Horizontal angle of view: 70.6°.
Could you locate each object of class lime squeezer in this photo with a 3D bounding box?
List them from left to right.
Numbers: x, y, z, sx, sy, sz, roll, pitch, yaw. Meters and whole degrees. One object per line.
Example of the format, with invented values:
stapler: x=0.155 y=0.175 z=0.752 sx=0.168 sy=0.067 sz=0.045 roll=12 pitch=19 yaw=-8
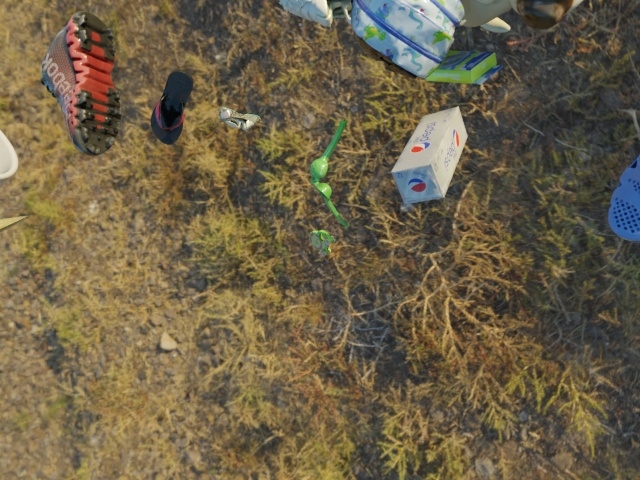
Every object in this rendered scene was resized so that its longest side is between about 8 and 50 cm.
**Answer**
lime squeezer: x=0.022 y=-0.167 z=1.246 sx=0.059 sy=0.110 sz=0.310 roll=23 pitch=127 yaw=42

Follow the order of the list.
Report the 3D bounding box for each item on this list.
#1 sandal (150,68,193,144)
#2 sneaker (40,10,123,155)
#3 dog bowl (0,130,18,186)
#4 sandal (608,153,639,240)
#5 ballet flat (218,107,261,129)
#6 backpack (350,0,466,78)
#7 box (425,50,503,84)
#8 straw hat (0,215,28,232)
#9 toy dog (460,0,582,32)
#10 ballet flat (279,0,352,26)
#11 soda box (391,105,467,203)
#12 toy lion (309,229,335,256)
sandal: x=-0.311 y=-0.269 z=0.938 sx=0.179 sy=0.067 sz=0.040 roll=-55 pitch=31 yaw=40
sneaker: x=-0.452 y=-0.281 z=0.850 sx=0.135 sy=0.098 sz=0.275 roll=-13 pitch=79 yaw=25
dog bowl: x=-0.671 y=-0.171 z=0.758 sx=0.104 sy=0.265 sz=0.264 roll=-41 pitch=65 yaw=6
sandal: x=0.581 y=-0.141 z=0.747 sx=0.126 sy=0.138 sz=0.317 roll=44 pitch=125 yaw=44
ballet flat: x=-0.190 y=-0.283 z=1.075 sx=0.041 sy=0.115 sz=0.041 roll=-2 pitch=87 yaw=45
backpack: x=0.204 y=-0.531 z=1.098 sx=0.290 sy=0.355 sz=0.273 roll=35 pitch=135 yaw=-12
box: x=0.383 y=-0.468 z=1.221 sx=0.178 sy=0.109 sz=0.042 roll=27 pitch=150 yaw=46
straw hat: x=-0.422 y=-0.020 z=0.522 sx=0.145 sy=0.144 sz=0.061 roll=-13 pitch=113 yaw=39
toy dog: x=0.460 y=-0.654 z=1.125 sx=0.285 sy=0.395 sz=0.408 roll=-43 pitch=40 yaw=-6
ballet flat: x=0.066 y=-0.757 z=1.444 sx=0.410 sy=0.147 sz=0.146 roll=-1 pitch=91 yaw=7
soda box: x=0.264 y=-0.206 z=1.066 sx=0.098 sy=0.286 sz=0.091 roll=-8 pitch=124 yaw=35
toy lion: x=0.000 y=0.000 z=1.553 sx=0.096 sy=0.034 sz=0.100 roll=47 pitch=144 yaw=21
